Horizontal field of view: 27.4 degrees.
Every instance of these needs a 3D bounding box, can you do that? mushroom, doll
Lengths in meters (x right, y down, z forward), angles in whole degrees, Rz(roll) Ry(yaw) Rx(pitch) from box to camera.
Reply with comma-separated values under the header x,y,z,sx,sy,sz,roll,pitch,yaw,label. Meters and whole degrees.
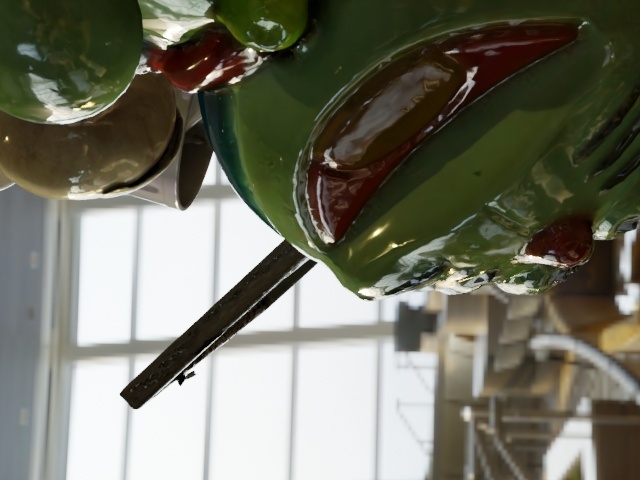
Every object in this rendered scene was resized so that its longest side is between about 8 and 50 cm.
x,y,z,sx,sy,sz,roll,pitch,yaw,label
-0.186,-0.088,1.031,0.122,0.154,0.154,83,-172,-45,mushroom
0.023,-0.091,0.506,0.322,0.198,0.186,33,-147,-38,doll

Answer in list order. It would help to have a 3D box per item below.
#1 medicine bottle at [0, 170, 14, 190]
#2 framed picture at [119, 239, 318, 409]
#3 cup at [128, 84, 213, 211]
x,y,z,sx,sy,sz,roll,pitch,yaw,label
-0.305,-0.133,1.070,0.103,0.102,0.187,-83,-14,-66,medicine bottle
0.000,0.000,0.784,0.019,0.209,0.281,47,-168,2,framed picture
-0.194,-0.153,1.196,0.167,0.202,0.221,-68,-9,-59,cup
